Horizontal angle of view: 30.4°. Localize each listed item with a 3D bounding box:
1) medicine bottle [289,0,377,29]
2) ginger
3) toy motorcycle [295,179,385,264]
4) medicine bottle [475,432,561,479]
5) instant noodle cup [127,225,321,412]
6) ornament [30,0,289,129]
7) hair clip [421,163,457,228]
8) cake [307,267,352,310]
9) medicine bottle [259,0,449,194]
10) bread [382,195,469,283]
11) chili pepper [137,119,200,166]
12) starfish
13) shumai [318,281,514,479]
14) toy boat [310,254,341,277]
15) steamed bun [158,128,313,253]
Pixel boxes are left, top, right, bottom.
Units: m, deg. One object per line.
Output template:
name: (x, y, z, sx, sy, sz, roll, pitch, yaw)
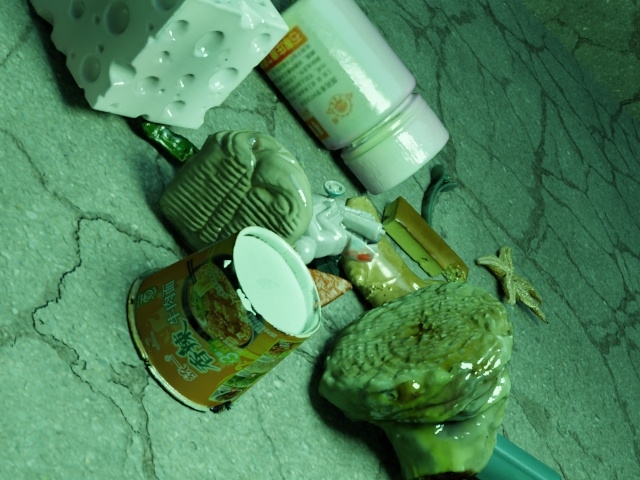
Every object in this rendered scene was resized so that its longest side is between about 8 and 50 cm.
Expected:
medicine bottle: (0.037, -0.455, 2.489, 0.212, 0.122, 0.121, 11, 52, -52)
ginger: (0.144, 0.121, 2.083, 0.348, 0.122, 0.363, 37, 34, -22)
toy motorcycle: (-0.025, -0.017, 1.915, 0.260, 0.110, 0.171, 15, 36, -6)
medicine bottle: (0.308, 0.402, 2.063, 0.258, 0.124, 0.079, 36, 37, -11)
instant noodle cup: (-0.121, 0.097, 1.628, 0.230, 0.182, 0.230, 38, 32, -30)
ornament: (-0.245, -0.344, 1.794, 0.239, 0.240, 0.239, 6, 46, -56)
hair clip: (0.241, -0.086, 2.522, 0.070, 0.039, 0.229, 49, 34, -12)
cake: (-0.047, 0.072, 1.863, 0.116, 0.086, 0.220, 59, 30, 1)
medicine bottle: (0.056, -0.293, 2.251, 0.388, 0.219, 0.219, 50, 29, -11)
bread: (0.212, 0.014, 2.353, 0.226, 0.049, 0.088, 45, 31, -21)
chili pepper: (-0.213, -0.124, 1.848, 0.182, 0.050, 0.073, 50, 46, -4)
starfish: (0.423, 0.088, 2.605, 0.227, 0.043, 0.240, 46, 27, -22)
shumai: (0.178, 0.248, 1.883, 0.304, 0.309, 0.263, -51, 131, -51)
toy boat: (0.000, 0.000, 2.042, 0.055, 0.060, 0.141, 58, 11, -53)
steamed bun: (-0.105, -0.059, 1.758, 0.211, 0.218, 0.144, 43, 27, 7)
